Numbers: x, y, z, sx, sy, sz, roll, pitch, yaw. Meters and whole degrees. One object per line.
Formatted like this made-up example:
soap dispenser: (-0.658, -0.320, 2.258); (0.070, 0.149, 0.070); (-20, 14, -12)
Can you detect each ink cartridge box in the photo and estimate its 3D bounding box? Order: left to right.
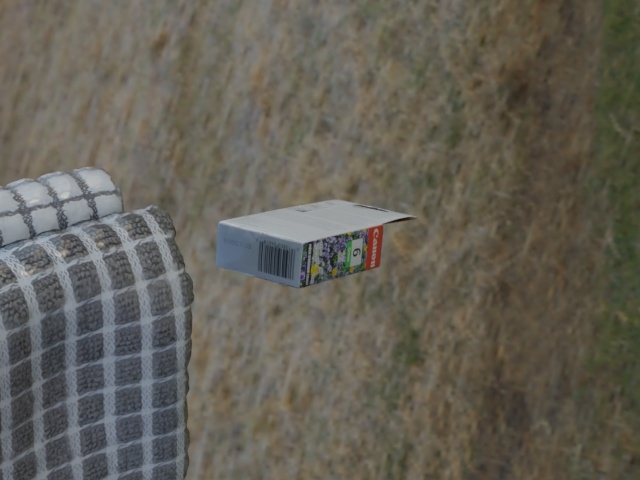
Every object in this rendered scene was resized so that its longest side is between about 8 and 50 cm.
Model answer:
ink cartridge box: (0.000, 0.000, 0.752); (0.063, 0.115, 0.029); (14, 106, 35)

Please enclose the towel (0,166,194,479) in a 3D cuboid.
towel: (-0.179, 0.125, 0.617); (0.121, 0.235, 0.284); (32, 129, 39)
